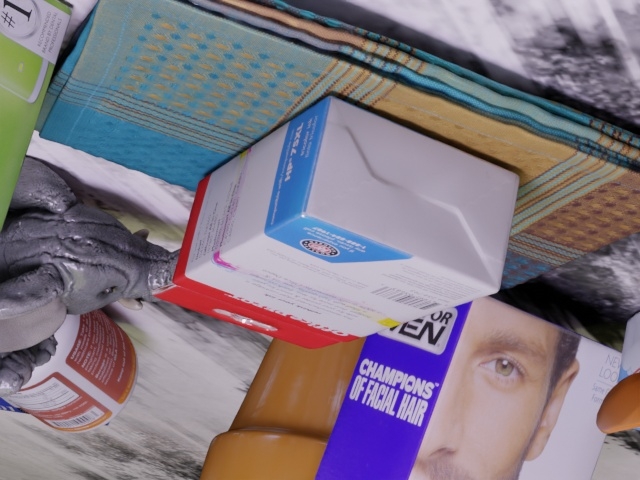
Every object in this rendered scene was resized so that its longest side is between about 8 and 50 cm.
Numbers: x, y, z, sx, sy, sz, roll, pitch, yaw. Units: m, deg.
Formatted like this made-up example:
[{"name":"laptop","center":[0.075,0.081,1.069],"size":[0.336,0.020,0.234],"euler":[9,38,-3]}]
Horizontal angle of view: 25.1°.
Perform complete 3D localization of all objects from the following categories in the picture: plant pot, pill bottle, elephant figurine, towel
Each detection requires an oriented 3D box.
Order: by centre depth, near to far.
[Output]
[{"name":"towel","center":[0.017,-0.060,0.893],"size":[0.370,0.040,0.271],"euler":[18,160,-18]},{"name":"elephant figurine","center":[-0.216,0.014,1.112],"size":[0.239,0.186,0.169],"euler":[-26,94,44]},{"name":"plant pot","center":[0.013,0.158,1.242],"size":[0.205,0.188,0.205],"euler":[12,160,4]},{"name":"pill bottle","center":[-0.264,0.094,1.345],"size":[0.121,0.121,0.216],"euler":[6,158,20]}]

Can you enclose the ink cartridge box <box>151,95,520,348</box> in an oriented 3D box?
[{"name":"ink cartridge box","center":[0.000,0.000,0.893],"size":[0.134,0.078,0.231],"euler":[21,158,-23]}]

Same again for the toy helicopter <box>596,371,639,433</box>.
[{"name":"toy helicopter","center":[0.322,0.093,0.866],"size":[0.235,0.140,0.355],"euler":[23,127,-2]}]

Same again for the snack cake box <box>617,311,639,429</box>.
[{"name":"snack cake box","center":[0.367,0.111,1.043],"size":[0.264,0.089,0.152],"euler":[16,160,-7]}]

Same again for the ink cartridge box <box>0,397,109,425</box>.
[{"name":"ink cartridge box","center":[-0.357,0.173,1.713],"size":[0.207,0.046,0.097],"euler":[6,157,20]}]

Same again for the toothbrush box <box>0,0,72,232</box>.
[{"name":"toothbrush box","center":[-0.303,-0.090,0.769],"size":[0.283,0.206,0.122],"euler":[28,155,-33]}]

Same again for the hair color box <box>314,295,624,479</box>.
[{"name":"hair color box","center":[0.091,0.211,1.087],"size":[0.185,0.339,0.110],"euler":[22,174,-36]}]
